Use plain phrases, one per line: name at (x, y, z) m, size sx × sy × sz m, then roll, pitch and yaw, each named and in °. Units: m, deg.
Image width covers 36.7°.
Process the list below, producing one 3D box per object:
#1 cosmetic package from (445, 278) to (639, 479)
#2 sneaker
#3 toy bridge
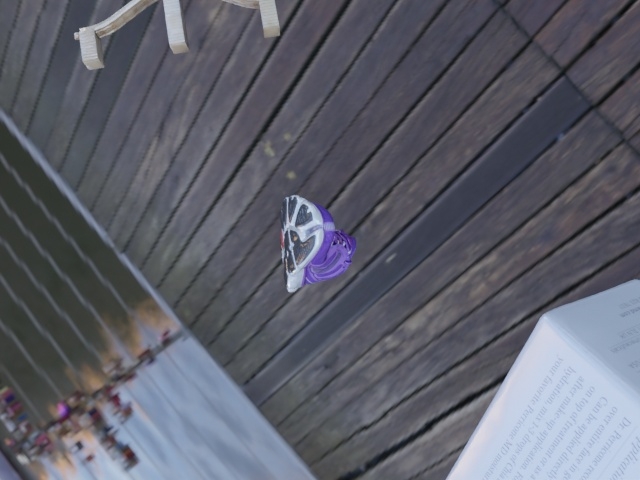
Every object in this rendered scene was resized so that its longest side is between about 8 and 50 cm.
cosmetic package at (0.335, 0.265, 0.766) m, size 0.453 × 0.161 × 0.230 m, roll 46°, pitch 130°, yaw 31°
sneaker at (0.000, 0.000, 0.883) m, size 0.170 × 0.071 × 0.068 m, roll 104°, pitch 158°, yaw -77°
toy bridge at (-0.134, -0.204, 0.887) m, size 0.026 × 0.188 × 0.063 m, roll 76°, pitch -175°, yaw -79°
